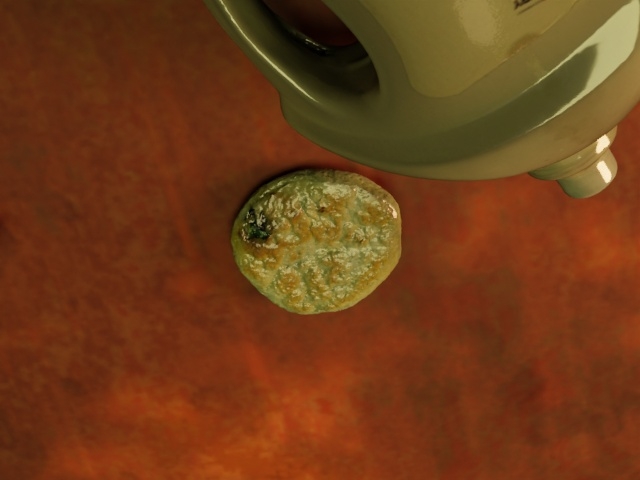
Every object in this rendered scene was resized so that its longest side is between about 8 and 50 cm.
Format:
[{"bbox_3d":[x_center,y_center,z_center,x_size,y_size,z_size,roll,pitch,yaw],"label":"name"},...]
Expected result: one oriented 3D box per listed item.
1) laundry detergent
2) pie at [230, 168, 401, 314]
[{"bbox_3d":[0.044,-0.111,0.508,0.181,0.091,0.253,-25,122,19],"label":"laundry detergent"},{"bbox_3d":[0.000,0.000,0.641,0.085,0.017,0.085,-1,126,-1],"label":"pie"}]
